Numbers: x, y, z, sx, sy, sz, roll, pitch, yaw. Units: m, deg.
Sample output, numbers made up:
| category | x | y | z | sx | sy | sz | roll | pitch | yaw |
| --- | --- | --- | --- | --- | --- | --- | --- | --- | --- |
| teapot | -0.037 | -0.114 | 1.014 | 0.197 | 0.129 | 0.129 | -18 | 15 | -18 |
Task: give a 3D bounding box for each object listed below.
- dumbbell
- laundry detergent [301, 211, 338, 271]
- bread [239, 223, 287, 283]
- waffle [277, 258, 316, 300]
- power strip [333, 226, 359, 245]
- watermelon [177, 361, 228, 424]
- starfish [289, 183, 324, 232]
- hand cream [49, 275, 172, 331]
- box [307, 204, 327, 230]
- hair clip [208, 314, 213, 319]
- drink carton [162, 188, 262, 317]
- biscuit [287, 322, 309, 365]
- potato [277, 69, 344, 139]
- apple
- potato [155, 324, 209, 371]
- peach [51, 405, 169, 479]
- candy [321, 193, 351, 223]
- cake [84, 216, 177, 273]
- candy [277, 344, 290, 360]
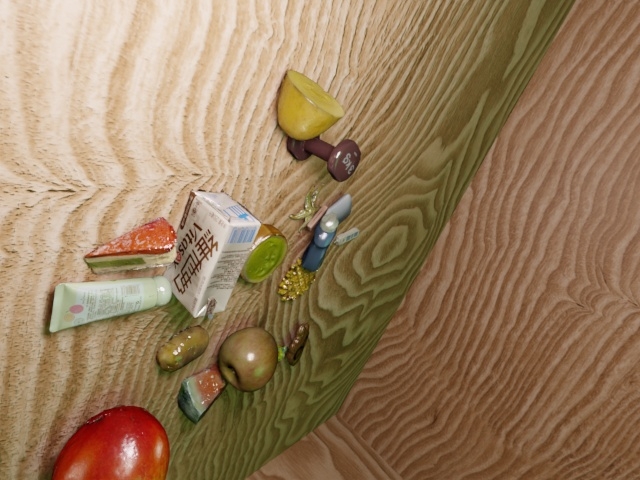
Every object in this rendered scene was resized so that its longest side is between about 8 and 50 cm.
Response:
| category | x | y | z | sx | sy | sz | roll | pitch | yaw |
| --- | --- | --- | --- | --- | --- | --- | --- | --- | --- |
| dumbbell | 0.009 | -0.290 | 1.347 | 0.124 | 0.225 | 0.140 | -54 | 149 | -5 |
| laundry detergent | 0.000 | 0.000 | 1.714 | 0.143 | 0.094 | 0.290 | -61 | 175 | -41 |
| bread | -0.220 | 0.051 | 1.545 | 0.236 | 0.070 | 0.236 | -35 | 147 | -28 |
| waffle | -0.095 | 0.175 | 1.894 | 0.231 | 0.051 | 0.229 | -9 | 126 | -54 |
| power strip | 0.126 | -0.019 | 2.030 | 0.191 | 0.030 | 0.048 | -26 | 141 | -42 |
| watermelon | -0.468 | 0.622 | 1.780 | 0.256 | 0.139 | 0.193 | -35 | 155 | -45 |
| starfish | -0.040 | -0.123 | 1.662 | 0.217 | 0.050 | 0.223 | -24 | 146 | -55 |
| hand cream | -0.557 | 0.160 | 1.138 | 0.305 | 0.093 | 0.147 | -7 | 125 | -51 |
| box | -0.011 | -0.089 | 1.678 | 0.115 | 0.025 | 0.048 | -51 | 164 | -17 |
| hair clip | -0.396 | 0.236 | 1.521 | 0.030 | 0.039 | 0.115 | -19 | 134 | -55 |
| drink carton | -0.329 | 0.035 | 1.232 | 0.132 | 0.194 | 0.325 | -3 | 125 | -53 |
| biscuit | -0.110 | 0.555 | 2.241 | 0.208 | 0.041 | 0.290 | -50 | 157 | -50 |
| potato | -0.054 | -0.378 | 1.239 | 0.203 | 0.178 | 0.158 | 12 | 133 | -48 |
| apple | -0.288 | 0.486 | 1.734 | 0.234 | 0.256 | 0.257 | -23 | 140 | -47 |
| potato | -0.488 | 0.402 | 1.523 | 0.200 | 0.081 | 0.164 | -33 | 145 | -37 |
| peach | -0.670 | 0.721 | 1.353 | 0.370 | 0.370 | 0.370 | -37 | 148 | -28 |
| candy | 0.067 | -0.111 | 1.794 | 0.174 | 0.071 | 0.138 | -42 | 155 | -22 |
| cake | -0.476 | 0.039 | 1.099 | 0.220 | 0.116 | 0.086 | -36 | 153 | -32 |
| candy | -0.186 | 0.574 | 2.193 | 0.262 | 0.073 | 0.077 | 15 | 87 | -67 |
